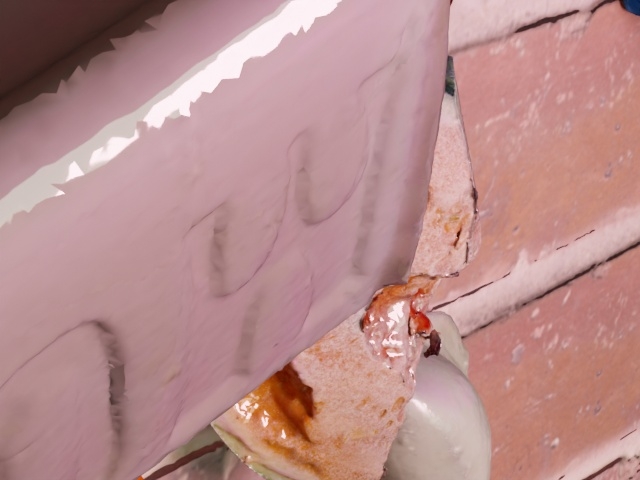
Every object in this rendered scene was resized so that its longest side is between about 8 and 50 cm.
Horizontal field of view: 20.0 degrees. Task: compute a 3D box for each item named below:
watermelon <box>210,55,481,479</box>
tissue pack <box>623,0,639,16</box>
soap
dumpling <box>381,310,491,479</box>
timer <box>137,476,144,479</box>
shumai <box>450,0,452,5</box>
[{"bbox_3d":[-0.006,-0.001,1.188,0.175,0.188,0.322,15,117,-14],"label":"watermelon"},{"bbox_3d":[0.352,-0.241,1.372,0.146,0.263,0.198,-53,141,-17],"label":"tissue pack"},{"bbox_3d":[-0.162,-0.006,0.828,0.435,0.213,0.350,-35,159,-25],"label":"soap"},{"bbox_3d":[0.072,0.134,1.392,0.105,0.149,0.217,-24,132,9],"label":"dumpling"},{"bbox_3d":[-0.208,0.259,1.104,0.257,0.161,0.250,0,94,-50],"label":"timer"},{"bbox_3d":[0.010,-0.150,1.112,0.184,0.142,0.184,-25,124,-43],"label":"shumai"}]
